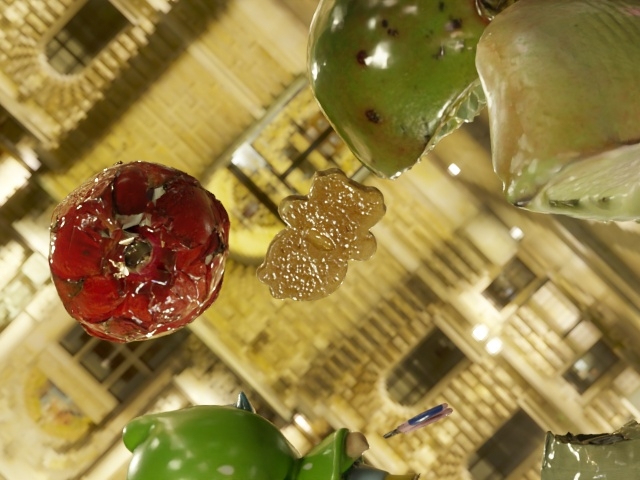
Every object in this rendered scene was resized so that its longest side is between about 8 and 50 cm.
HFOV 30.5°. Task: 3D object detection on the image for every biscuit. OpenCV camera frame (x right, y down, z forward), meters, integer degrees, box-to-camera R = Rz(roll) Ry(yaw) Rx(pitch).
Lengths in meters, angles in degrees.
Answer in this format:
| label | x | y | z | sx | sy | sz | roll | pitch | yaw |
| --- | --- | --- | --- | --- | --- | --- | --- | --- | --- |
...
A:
| label | x | y | z | sx | sy | sz | roll | pitch | yaw |
| --- | --- | --- | --- | --- | --- | --- | --- | --- | --- |
| biscuit | 0.000 | 0.000 | 1.770 | 0.166 | 0.225 | 0.036 | 25 | -163 | -15 |

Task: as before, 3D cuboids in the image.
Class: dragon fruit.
| label | x | y | z | sx | sy | sz | roll | pitch | yaw |
| --- | --- | --- | --- | --- | --- | --- | --- | --- | --- |
| dragon fruit | -0.282 | 0.020 | 1.830 | 0.295 | 0.295 | 0.302 | 44 | 174 | -13 |

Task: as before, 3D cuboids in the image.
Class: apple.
| label | x | y | z | sx | sy | sz | roll | pitch | yaw |
| --- | --- | --- | --- | --- | --- | --- | --- | --- | --- |
| apple | 0.225 | -0.113 | 0.843 | 0.265 | 0.120 | 0.193 | 4 | -122 | -37 |

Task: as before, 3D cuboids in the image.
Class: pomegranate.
| label | x | y | z | sx | sy | sz | roll | pitch | yaw |
| --- | --- | --- | --- | --- | --- | --- | --- | --- | --- |
| pomegranate | 0.107 | -0.225 | 1.230 | 0.216 | 0.310 | 0.358 | 48 | 170 | -9 |

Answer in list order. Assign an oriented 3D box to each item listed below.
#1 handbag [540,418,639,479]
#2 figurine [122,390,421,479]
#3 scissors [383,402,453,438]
| label | x | y | z | sx | sy | sz | roll | pitch | yaw |
| --- | --- | --- | --- | --- | --- | --- | --- | --- | --- |
| handbag | 0.340 | 0.288 | 1.108 | 0.316 | 0.253 | 0.109 | -2 | -172 | -12 |
| figurine | -0.047 | 0.218 | 1.004 | 0.263 | 0.162 | 0.143 | 5 | -167 | 15 |
| scissors | 0.146 | 0.275 | 1.774 | 0.039 | 0.113 | 0.012 | 47 | -161 | -59 |
